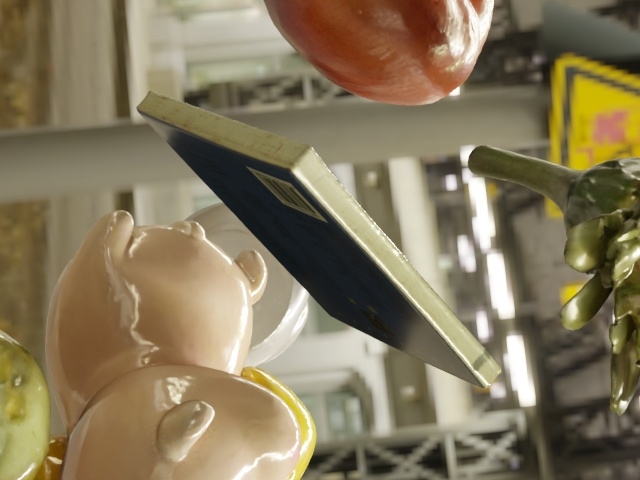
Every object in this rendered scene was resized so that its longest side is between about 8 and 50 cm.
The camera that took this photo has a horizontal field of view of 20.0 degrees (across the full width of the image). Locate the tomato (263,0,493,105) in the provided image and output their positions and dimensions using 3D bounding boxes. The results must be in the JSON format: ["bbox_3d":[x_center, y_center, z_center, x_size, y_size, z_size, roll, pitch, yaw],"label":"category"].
[{"bbox_3d":[0.050,-0.248,1.684,0.260,0.180,0.259,22,64,-54],"label":"tomato"}]

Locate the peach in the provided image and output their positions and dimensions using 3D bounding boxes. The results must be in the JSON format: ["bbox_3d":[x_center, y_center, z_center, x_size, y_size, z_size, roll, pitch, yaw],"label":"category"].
[{"bbox_3d":[-0.332,0.151,1.478,0.235,0.214,0.214,2,-82,56],"label":"peach"}]

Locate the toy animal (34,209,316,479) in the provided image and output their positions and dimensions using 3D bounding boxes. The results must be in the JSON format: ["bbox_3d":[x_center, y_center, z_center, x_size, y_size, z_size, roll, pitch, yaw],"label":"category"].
[{"bbox_3d":[-0.109,0.168,1.588,0.247,0.278,0.345,-144,-112,-68],"label":"toy animal"}]

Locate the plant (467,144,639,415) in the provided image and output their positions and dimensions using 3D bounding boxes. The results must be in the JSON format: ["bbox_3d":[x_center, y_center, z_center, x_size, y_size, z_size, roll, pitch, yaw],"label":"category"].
[{"bbox_3d":[0.291,-0.031,1.535,0.306,0.261,0.297,36,23,-53],"label":"plant"}]

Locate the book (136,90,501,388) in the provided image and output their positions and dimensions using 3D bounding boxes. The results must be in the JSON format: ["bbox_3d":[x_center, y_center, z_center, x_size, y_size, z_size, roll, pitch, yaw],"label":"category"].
[{"bbox_3d":[0.000,0.000,1.303,0.191,0.025,0.269,23,-19,49],"label":"book"}]

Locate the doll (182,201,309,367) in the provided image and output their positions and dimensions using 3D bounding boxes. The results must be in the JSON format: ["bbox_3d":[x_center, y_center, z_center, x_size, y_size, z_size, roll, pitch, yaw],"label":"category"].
[{"bbox_3d":[-0.116,0.049,2.293,0.251,0.221,0.221,-62,-179,-3],"label":"doll"}]
